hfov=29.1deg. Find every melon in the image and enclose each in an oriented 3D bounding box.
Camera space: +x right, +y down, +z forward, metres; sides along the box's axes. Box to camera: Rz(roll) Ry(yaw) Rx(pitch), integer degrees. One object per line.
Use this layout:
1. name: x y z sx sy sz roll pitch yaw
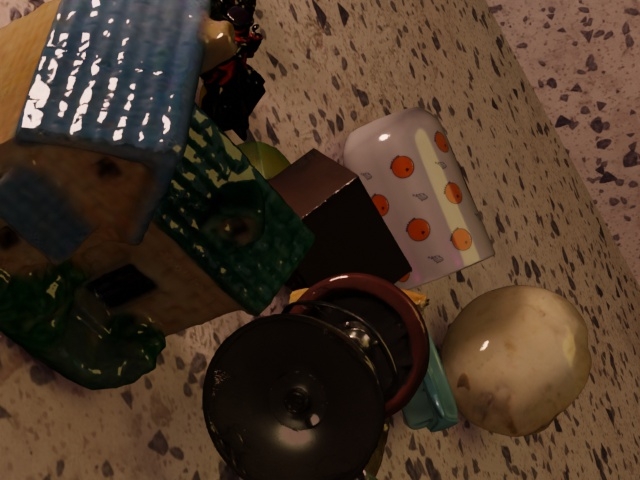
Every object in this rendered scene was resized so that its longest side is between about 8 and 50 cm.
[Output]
1. melon: -0.066 -0.077 2.024 0.209 0.064 0.118 51 35 -30

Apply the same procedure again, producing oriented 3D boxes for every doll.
1. doll: -0.138 -0.248 1.889 0.249 0.127 0.088 81 -9 -56

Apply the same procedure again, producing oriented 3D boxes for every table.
1. table: 0.000 0.000 1.906 0.193 0.172 0.169 58 -11 -30

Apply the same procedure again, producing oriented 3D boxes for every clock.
1. clock: 0.156 0.219 2.100 0.274 0.094 0.224 -103 171 -83

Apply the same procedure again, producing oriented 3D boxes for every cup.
1. cup: 0.176 -0.081 2.343 0.212 0.212 0.318 -21 89 -65

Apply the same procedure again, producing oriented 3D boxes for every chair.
1. chair: 0.015 0.168 1.614 0.227 0.226 0.401 69 16 -1

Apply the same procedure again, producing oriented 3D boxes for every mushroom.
1. mushroom: 0.396 0.259 2.510 0.336 0.314 0.315 79 3 -64

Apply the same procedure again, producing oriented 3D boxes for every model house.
1. model house: -0.207 -0.062 1.385 0.382 0.342 0.335 50 30 -36

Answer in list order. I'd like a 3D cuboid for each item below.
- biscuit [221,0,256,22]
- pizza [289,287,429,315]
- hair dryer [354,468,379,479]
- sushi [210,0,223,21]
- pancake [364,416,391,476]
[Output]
1. biscuit: -0.176 -0.457 2.097 0.194 0.053 0.195 44 35 -42
2. pizza: 0.059 0.119 1.829 0.188 0.204 0.081 89 17 -47
3. hair dryer: 0.058 0.429 1.890 0.071 0.047 0.150 46 48 -50
4. sushi: -0.214 -0.355 1.833 0.212 0.147 0.115 25 48 -62
5. pancake: 0.043 0.285 1.980 0.242 0.050 0.242 22 62 -50
